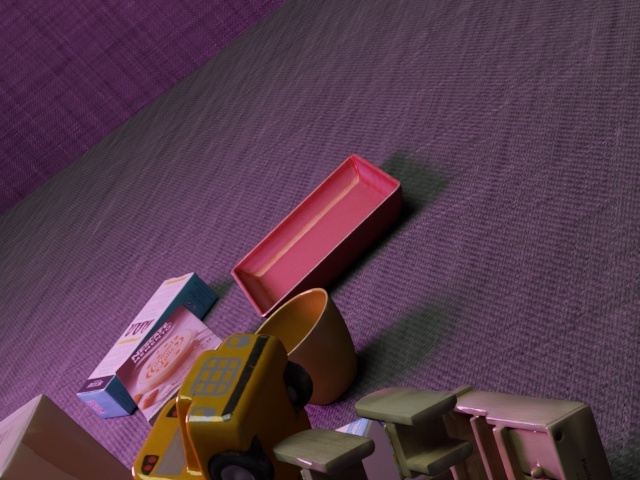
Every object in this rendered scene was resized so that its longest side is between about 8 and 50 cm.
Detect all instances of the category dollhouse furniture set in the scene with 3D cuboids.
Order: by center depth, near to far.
[{"bbox_3d":[0.083,0.213,1.053,0.242,0.212,0.161,-23,10,-28],"label":"dollhouse furniture set"}]

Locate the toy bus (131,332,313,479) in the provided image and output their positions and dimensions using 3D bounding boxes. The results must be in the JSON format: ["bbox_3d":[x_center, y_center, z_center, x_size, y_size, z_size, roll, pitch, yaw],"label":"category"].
[{"bbox_3d":[-0.055,0.230,1.114,0.130,0.333,0.108,1,39,22],"label":"toy bus"}]

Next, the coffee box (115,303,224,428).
[{"bbox_3d":[-0.173,0.187,1.795,0.141,0.098,0.246,-46,19,-7],"label":"coffee box"}]

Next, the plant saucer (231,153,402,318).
[{"bbox_3d":[0.000,0.000,1.923,0.259,0.048,0.258,-43,18,-1],"label":"plant saucer"}]

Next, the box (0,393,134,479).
[{"bbox_3d":[-0.211,0.308,1.276,0.148,0.311,0.121,-33,21,27],"label":"box"}]

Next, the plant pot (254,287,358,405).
[{"bbox_3d":[-0.012,0.136,1.577,0.134,0.095,0.134,-38,19,16],"label":"plant pot"}]

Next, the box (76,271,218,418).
[{"bbox_3d":[-0.265,0.161,2.099,0.100,0.060,0.244,-16,33,55],"label":"box"}]

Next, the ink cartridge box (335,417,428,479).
[{"bbox_3d":[0.014,0.245,1.292,0.143,0.092,0.090,-28,24,37],"label":"ink cartridge box"}]
